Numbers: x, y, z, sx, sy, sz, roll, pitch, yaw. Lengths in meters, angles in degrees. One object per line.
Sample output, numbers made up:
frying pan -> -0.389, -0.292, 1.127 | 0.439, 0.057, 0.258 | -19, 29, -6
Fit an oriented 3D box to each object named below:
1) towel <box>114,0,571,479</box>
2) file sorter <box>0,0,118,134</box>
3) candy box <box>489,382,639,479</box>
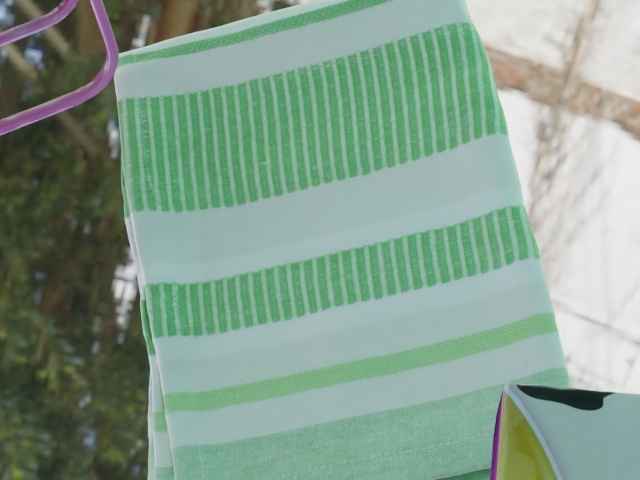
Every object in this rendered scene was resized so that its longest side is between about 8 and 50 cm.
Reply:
towel -> 0.000, 0.000, 0.948 | 0.248, 0.038, 0.325 | -14, -117, 10
file sorter -> -0.249, -0.205, 0.893 | 0.182, 0.202, 0.291 | -22, -126, -8
candy box -> 0.158, 0.131, 0.434 | 0.233, 0.159, 0.071 | 4, 157, 6
